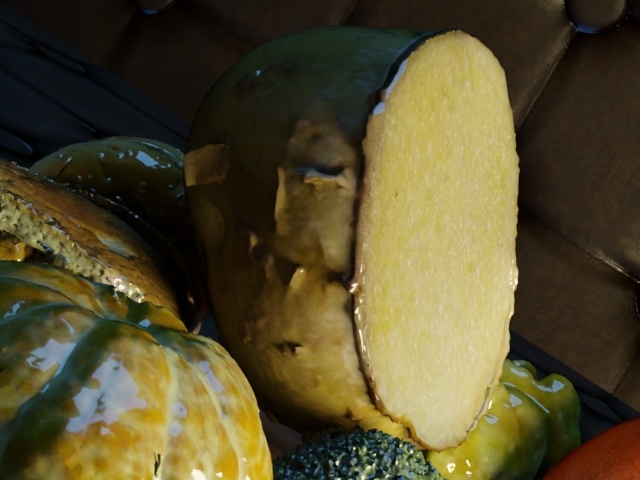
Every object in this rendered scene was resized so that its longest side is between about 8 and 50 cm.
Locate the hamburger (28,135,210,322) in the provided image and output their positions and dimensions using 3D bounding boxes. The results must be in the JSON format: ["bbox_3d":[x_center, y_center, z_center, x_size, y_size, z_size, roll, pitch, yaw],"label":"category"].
[{"bbox_3d":[-0.240,-0.003,1.602,0.286,0.243,0.146,32,12,-17],"label":"hamburger"}]

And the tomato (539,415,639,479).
[{"bbox_3d":[0.356,0.354,1.495,0.341,0.272,0.341,158,-90,-83],"label":"tomato"}]

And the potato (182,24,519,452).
[{"bbox_3d":[0.000,0.000,1.474,0.319,0.442,0.385,3,15,31],"label":"potato"}]

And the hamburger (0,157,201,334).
[{"bbox_3d":[-0.271,0.050,1.389,0.318,0.195,0.277,34,7,9],"label":"hamburger"}]

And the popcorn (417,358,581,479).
[{"bbox_3d":[0.152,0.228,1.670,0.241,0.235,0.250,-1,12,-40],"label":"popcorn"}]

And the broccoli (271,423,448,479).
[{"bbox_3d":[0.028,0.256,1.301,0.226,0.198,0.176,-58,132,-58],"label":"broccoli"}]

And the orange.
[{"bbox_3d":[-0.187,0.149,0.964,0.329,0.249,0.329,28,2,-1],"label":"orange"}]
